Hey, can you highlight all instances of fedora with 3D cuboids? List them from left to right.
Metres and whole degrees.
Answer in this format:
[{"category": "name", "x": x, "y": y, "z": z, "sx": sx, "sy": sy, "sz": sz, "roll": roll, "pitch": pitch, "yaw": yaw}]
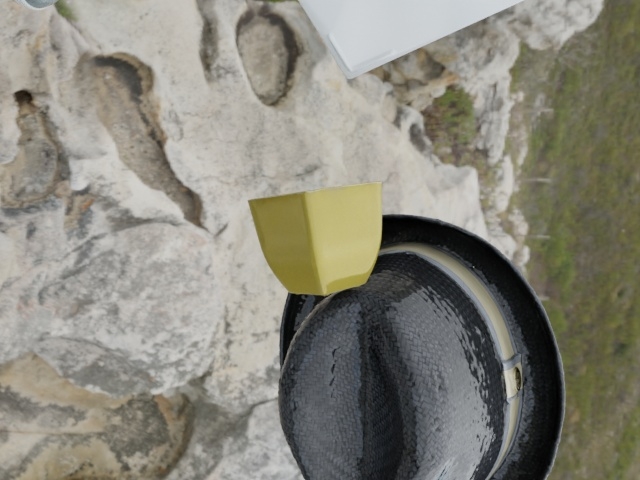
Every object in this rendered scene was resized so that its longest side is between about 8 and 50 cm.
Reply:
[{"category": "fedora", "x": 0.056, "y": 0.146, "z": 0.568, "sx": 0.152, "sy": 0.333, "sz": 0.334, "roll": -15, "pitch": 105, "yaw": -59}]

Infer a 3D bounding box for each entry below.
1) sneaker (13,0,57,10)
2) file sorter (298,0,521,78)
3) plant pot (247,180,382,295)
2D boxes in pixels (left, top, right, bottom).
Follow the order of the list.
[{"category": "sneaker", "x": -0.178, "y": -0.335, "z": 0.635, "sx": 0.296, "sy": 0.178, "sz": 0.124, "roll": -58, "pitch": 165, "yaw": -10}, {"category": "file sorter", "x": 0.038, "y": -0.299, "z": 0.419, "sx": 0.278, "sy": 0.192, "sz": 0.173, "roll": 49, "pitch": 30, "yaw": -42}, {"category": "plant pot", "x": 0.000, "y": 0.000, "z": 0.502, "sx": 0.081, "sy": 0.081, "sz": 0.083, "roll": -10, "pitch": 95, "yaw": -39}]
